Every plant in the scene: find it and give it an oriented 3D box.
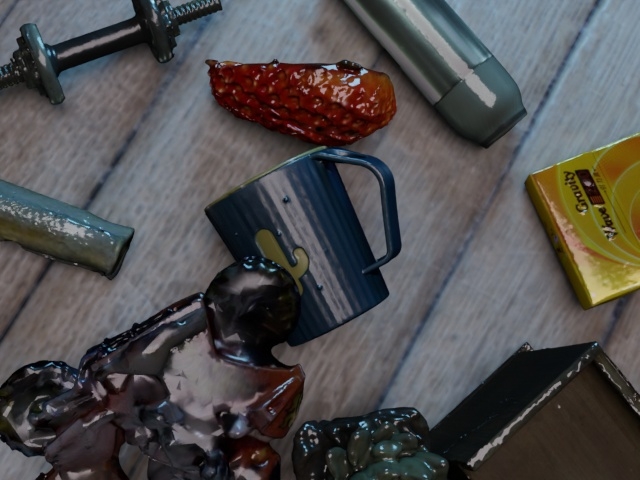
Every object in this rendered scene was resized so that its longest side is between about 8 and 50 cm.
[{"bbox_3d":[0.040,0.214,0.851,0.129,0.194,0.132,-11,84,-10],"label":"plant"}]

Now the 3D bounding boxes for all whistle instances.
[{"bbox_3d":[-0.335,-0.043,0.906,0.326,0.068,0.057,21,45,-4],"label":"whistle"}]

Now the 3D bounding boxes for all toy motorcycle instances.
[{"bbox_3d":[-0.175,0.180,0.841,0.400,0.134,0.207,-26,96,-4],"label":"toy motorcycle"}]

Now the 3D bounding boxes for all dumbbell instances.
[{"bbox_3d":[-0.215,-0.190,0.939,0.253,0.081,0.082,-22,85,-11],"label":"dumbbell"}]

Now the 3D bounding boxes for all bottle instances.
[{"bbox_3d":[0.111,-0.208,0.993,0.254,0.079,0.096,49,40,3],"label":"bottle"}]

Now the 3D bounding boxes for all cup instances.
[{"bbox_3d":[0.000,0.000,0.906,0.176,0.131,0.155,-26,91,26],"label":"cup"}]

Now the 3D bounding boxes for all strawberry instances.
[{"bbox_3d":[-0.019,-0.134,0.953,0.188,0.121,0.082,4,93,8],"label":"strawberry"}]

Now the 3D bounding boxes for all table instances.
[{"bbox_3d":[0.217,0.202,0.880,0.172,0.193,0.169,-40,88,-12],"label":"table"}]

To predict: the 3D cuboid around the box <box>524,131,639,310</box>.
[{"bbox_3d":[0.364,-0.045,1.000,0.269,0.043,0.152,-20,75,-5],"label":"box"}]
